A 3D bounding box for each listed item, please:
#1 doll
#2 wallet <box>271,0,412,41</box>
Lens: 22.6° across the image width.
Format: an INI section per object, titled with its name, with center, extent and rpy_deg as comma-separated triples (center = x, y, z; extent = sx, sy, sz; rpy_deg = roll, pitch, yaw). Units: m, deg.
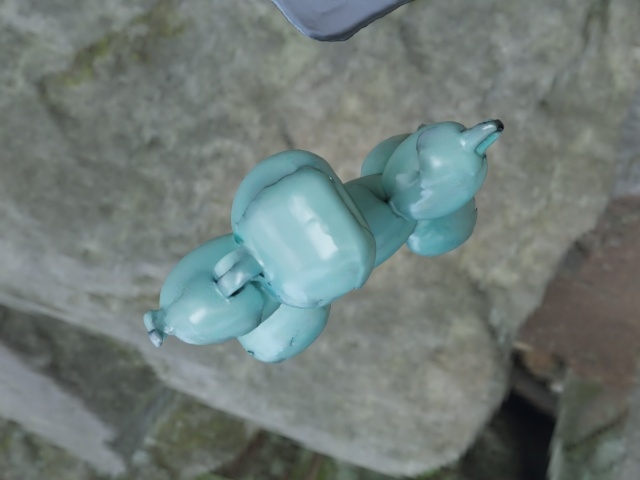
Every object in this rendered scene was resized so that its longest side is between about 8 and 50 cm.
[doll]
center = 0.000, 0.000, 0.628
extent = 0.059, 0.159, 0.158
rpy_deg = 57, 168, 7
[wallet]
center = 0.035, -0.122, 0.527
extent = 0.156, 0.018, 0.082
rpy_deg = -21, 122, 34
